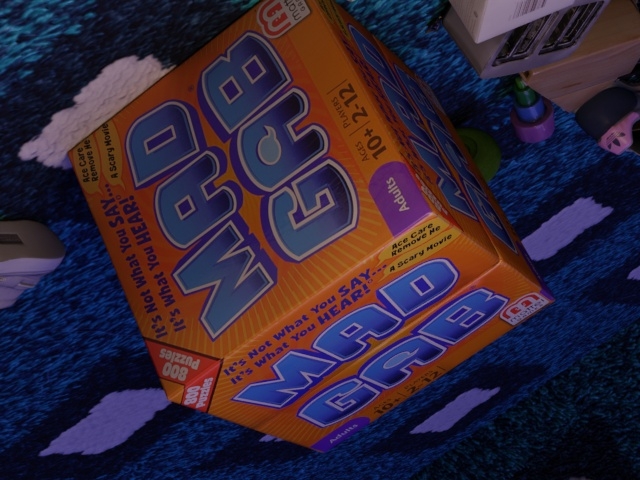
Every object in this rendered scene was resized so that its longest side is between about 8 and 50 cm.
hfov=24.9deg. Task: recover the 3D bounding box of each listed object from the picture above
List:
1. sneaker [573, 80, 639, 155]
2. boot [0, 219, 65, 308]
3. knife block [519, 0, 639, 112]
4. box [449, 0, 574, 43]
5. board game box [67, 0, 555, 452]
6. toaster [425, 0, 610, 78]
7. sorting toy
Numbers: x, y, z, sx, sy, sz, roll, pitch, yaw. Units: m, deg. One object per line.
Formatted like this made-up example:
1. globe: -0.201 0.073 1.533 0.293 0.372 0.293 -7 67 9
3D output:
1. sneaker: 0.526 -0.188 2.351 0.319 0.131 0.112 -6 148 -45
2. boot: -0.422 0.037 1.717 0.123 0.095 0.258 -45 155 19
3. knife block: 0.402 -0.294 2.028 0.242 0.088 0.276 -38 156 19
4. box: 0.191 -0.325 1.583 0.130 0.170 0.091 -24 159 -13
5. board game box: -0.008 -0.016 1.709 0.356 0.356 0.356 -36 150 15
6. toaster: 0.254 -0.296 1.807 0.168 0.110 0.185 -15 155 -30
7. sorting toy: 0.164 -0.136 2.089 0.365 0.127 0.126 -27 136 1
